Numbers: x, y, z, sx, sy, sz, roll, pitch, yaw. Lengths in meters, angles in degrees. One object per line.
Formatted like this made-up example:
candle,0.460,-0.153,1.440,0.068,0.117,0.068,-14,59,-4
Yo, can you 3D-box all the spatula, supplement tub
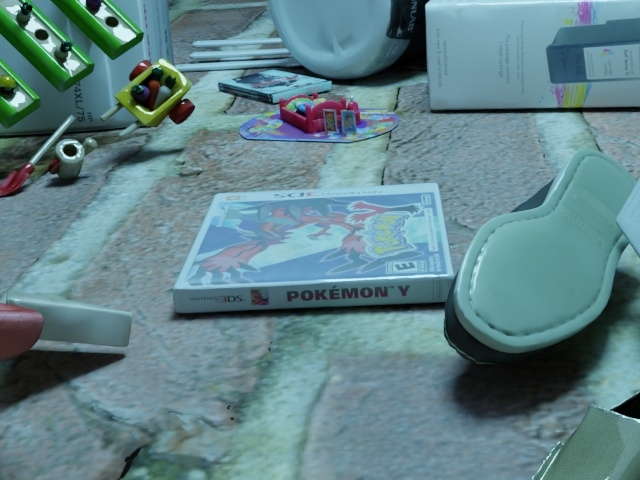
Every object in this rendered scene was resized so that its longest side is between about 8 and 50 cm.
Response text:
spatula,-0.072,-0.257,1.518,0.242,0.019,0.168,-2,26,7
supplement tub,0.111,-0.337,1.420,0.207,0.207,0.338,13,25,38

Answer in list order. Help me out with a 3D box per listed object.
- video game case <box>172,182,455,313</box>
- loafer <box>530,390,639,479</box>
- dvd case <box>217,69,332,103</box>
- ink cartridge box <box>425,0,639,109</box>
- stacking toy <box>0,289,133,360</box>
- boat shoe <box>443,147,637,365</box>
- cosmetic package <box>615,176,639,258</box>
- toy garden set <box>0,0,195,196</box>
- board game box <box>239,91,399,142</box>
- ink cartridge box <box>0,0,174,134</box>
video game case,0.000,0.000,0.798,0.183,0.023,0.201,-3,21,4
loafer,0.123,0.098,0.470,0.056,0.050,0.148,12,26,37
dvd case,-0.056,-0.186,1.323,0.087,0.013,0.119,-18,25,-33
ink cartridge box,0.304,-0.223,1.199,0.353,0.119,0.207,1,21,14
stacking toy,-0.281,0.078,0.599,0.309,0.130,0.279,9,-2,25
boat shoe,0.132,0.018,0.667,0.081,0.069,0.228,44,40,8
cosmetic package,0.243,0.017,0.565,0.117,0.085,0.231,23,18,-8
toy garden set,-0.256,-0.149,1.039,0.204,0.049,0.244,44,58,6
board game box,-0.002,-0.138,1.154,0.168,0.033,0.133,4,22,20
ink cartridge box,-0.286,-0.254,1.284,0.197,0.198,0.270,-4,20,-1
